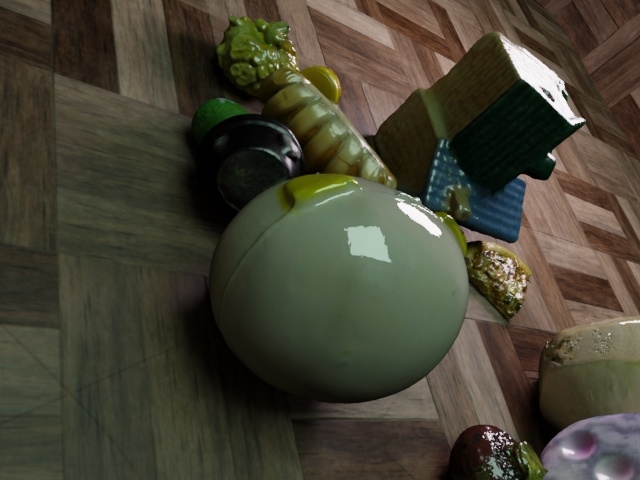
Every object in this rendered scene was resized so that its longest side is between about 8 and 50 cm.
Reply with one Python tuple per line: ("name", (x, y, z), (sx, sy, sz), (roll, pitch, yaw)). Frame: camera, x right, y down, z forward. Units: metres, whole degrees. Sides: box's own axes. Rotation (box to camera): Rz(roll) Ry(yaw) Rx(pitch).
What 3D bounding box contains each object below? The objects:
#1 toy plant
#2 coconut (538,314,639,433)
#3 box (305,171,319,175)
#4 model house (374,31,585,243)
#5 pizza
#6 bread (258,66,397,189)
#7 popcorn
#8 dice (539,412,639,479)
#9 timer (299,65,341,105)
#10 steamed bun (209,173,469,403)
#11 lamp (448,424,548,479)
("toy plant", (-0.123, -0.135, 1.118), (0.218, 0.175, 0.235), (43, 9, -20))
("coconut", (0.608, 0.306, 1.347), (0.352, 0.352, 0.353), (27, 42, -27))
("box", (0.008, -0.125, 1.322), (0.112, 0.048, 0.175), (52, 37, 3))
("model house", (0.372, -0.193, 1.473), (0.334, 0.382, 0.343), (20, 41, -31))
("pizza", (0.417, 0.085, 1.549), (0.292, 0.058, 0.197), (17, 49, -36))
("bread", (0.009, -0.175, 1.210), (0.311, 0.121, 0.173), (48, 9, 2))
("popcorn", (-0.131, -0.370, 1.336), (0.173, 0.142, 0.173), (7, 69, -19))
("dice", (0.527, 0.470, 1.102), (0.270, 0.271, 0.270), (57, 35, -20))
("timer", (-0.013, -0.316, 1.418), (0.107, 0.107, 0.109), (50, 27, 1))
("steamed bun", (0.030, 0.068, 0.946), (0.374, 0.334, 0.334), (17, 47, -40))
("lamp", (0.291, 0.378, 1.102), (0.157, 0.135, 0.156), (31, 40, -20))
